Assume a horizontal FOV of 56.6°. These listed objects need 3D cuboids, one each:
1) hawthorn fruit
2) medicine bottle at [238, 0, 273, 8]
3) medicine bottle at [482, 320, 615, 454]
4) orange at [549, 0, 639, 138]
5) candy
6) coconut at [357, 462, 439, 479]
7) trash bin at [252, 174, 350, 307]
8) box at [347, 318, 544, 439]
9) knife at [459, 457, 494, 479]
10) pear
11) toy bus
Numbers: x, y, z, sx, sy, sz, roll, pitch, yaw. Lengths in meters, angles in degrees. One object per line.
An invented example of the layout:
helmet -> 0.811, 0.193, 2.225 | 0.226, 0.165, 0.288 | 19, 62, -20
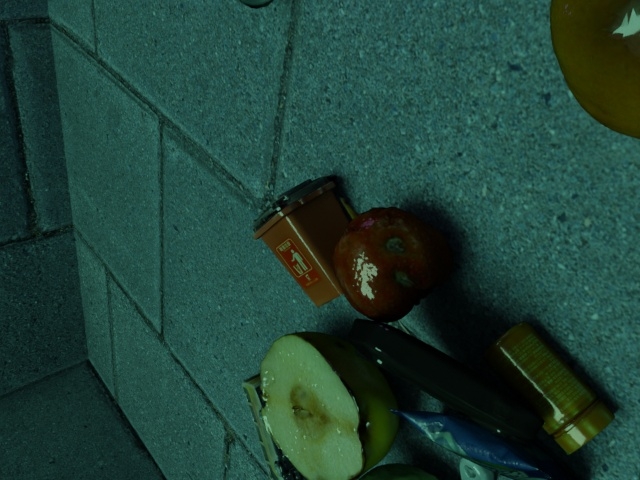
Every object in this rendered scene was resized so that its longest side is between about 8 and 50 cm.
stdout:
hawthorn fruit -> 0.103, 0.014, 1.050 | 0.243, 0.207, 0.207 | 52, 141, 13
medicine bottle -> -0.199, -0.604, 1.173 | 0.318, 0.158, 0.158 | 48, 139, 25
medicine bottle -> 0.354, 0.227, 0.935 | 0.192, 0.096, 0.096 | 51, 140, 22
orange -> 0.385, -0.262, 0.655 | 0.274, 0.274, 0.310 | 25, 157, 43
candy -> 0.293, 0.363, 1.045 | 0.331, 0.187, 0.077 | 7, 73, 46
coconut -> 0.172, 0.634, 1.197 | 0.328, 0.281, 0.328 | -175, 90, -68
trash bin -> 0.000, 0.000, 1.231 | 0.238, 0.184, 0.161 | 55, 143, 0
box -> 0.187, 0.221, 0.981 | 0.290, 0.073, 0.289 | 31, 172, -1
knife -> 0.310, 0.560, 1.217 | 0.080, 0.044, 0.331 | 29, 133, 47
pear -> 0.037, 0.355, 1.326 | 0.387, 0.191, 0.340 | 4, 103, 52
toy bus -> -0.131, 0.558, 1.726 | 0.138, 0.097, 0.342 | -5, 103, 55
